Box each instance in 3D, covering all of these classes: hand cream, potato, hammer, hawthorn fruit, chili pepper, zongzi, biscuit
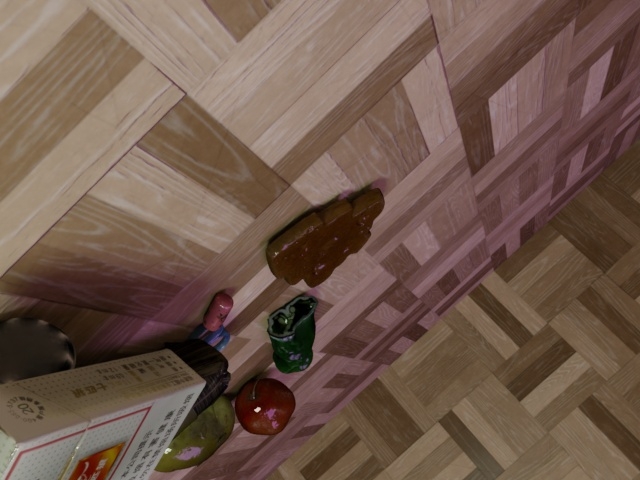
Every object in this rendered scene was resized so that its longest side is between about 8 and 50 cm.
[{"bbox_3d":[-0.435,0.260,0.829,0.358,0.186,0.118,-59,-176,31],"label":"hand cream"},{"bbox_3d":[-0.313,0.502,1.511,0.272,0.111,0.160,-20,151,-41],"label":"potato"},{"bbox_3d":[-0.192,0.134,1.125,0.043,0.043,0.083,-15,145,-47],"label":"hammer"},{"bbox_3d":[-0.163,0.434,1.597,0.163,0.162,0.203,-41,141,-1],"label":"hawthorn fruit"},{"bbox_3d":[-0.068,0.246,1.463,0.136,0.099,0.270,-58,162,-32],"label":"chili pepper"},{"bbox_3d":[-0.312,0.224,1.003,0.289,0.154,0.317,-43,140,-29],"label":"zongzi"},{"bbox_3d":[-0.001,-0.001,1.182,0.302,0.043,0.278,-3,138,-55],"label":"biscuit"}]

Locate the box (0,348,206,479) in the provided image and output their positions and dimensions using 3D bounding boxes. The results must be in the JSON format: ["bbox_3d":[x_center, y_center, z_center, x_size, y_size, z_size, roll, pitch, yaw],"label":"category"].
[{"bbox_3d":[-0.314,0.265,0.759,0.210,0.095,0.330,-58,159,10],"label":"box"}]

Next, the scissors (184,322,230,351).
[{"bbox_3d":[-0.293,0.253,1.190,0.256,0.030,0.125,-38,155,-14],"label":"scissors"}]
